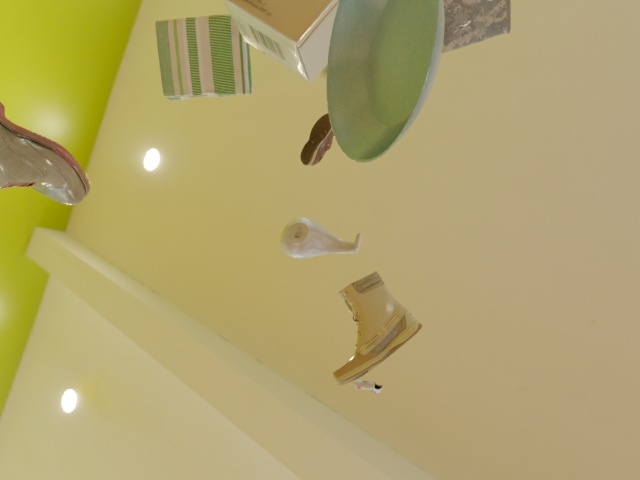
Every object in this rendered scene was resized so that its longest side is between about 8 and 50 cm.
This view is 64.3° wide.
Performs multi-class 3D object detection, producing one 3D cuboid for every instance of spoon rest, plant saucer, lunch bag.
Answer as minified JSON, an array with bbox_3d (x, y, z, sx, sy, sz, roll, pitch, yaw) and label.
[{"bbox_3d":[0.000,0.000,1.579,0.276,0.084,0.137,9,-109,24],"label":"spoon rest"},{"bbox_3d":[0.060,-0.165,0.451,0.195,0.037,0.195,-179,-90,-68],"label":"plant saucer"},{"bbox_3d":[0.352,-0.664,1.326,0.235,0.287,0.169,-20,-144,-6],"label":"lunch bag"}]

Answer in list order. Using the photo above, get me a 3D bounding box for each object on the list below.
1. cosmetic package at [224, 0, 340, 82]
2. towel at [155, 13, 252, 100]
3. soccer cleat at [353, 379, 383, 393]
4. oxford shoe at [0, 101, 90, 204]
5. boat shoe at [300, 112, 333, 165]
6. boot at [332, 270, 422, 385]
[{"bbox_3d":[0.015,-0.422,0.793,0.160,0.113,0.309,36,-95,18],"label":"cosmetic package"},{"bbox_3d":[-0.368,-0.575,1.609,0.324,0.038,0.248,3,-74,21],"label":"towel"},{"bbox_3d":[0.129,0.390,1.375,0.036,0.083,0.029,-56,-163,38],"label":"soccer cleat"},{"bbox_3d":[-0.538,-0.129,0.872,0.122,0.348,0.130,-11,-115,15],"label":"oxford shoe"},{"bbox_3d":[0.004,-0.295,1.493,0.064,0.060,0.178,55,-51,29],"label":"boat shoe"},{"bbox_3d":[0.098,0.219,1.289,0.261,0.095,0.203,-35,-106,-9],"label":"boot"}]
